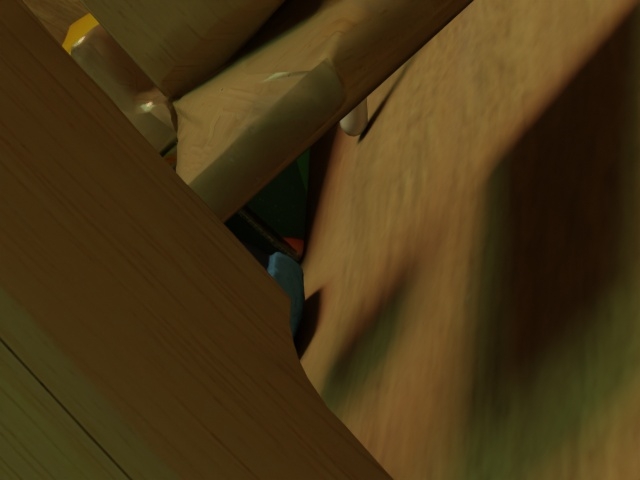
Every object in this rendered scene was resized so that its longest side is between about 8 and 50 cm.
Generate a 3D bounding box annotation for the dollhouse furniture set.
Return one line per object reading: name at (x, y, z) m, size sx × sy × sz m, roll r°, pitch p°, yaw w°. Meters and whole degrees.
dollhouse furniture set at (0.000, 0.000, 0.511) m, size 0.362 × 0.256 × 0.394 m, roll -40°, pitch 3°, yaw 35°

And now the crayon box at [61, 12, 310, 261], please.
crayon box at (-0.103, -0.078, 1.070) m, size 0.202 × 0.081 × 0.318 m, roll -28°, pitch 37°, yaw 29°

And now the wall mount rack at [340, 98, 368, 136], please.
wall mount rack at (0.055, -0.247, 1.009) m, size 0.304 × 0.130 × 0.350 m, roll -53°, pitch 13°, yaw 15°

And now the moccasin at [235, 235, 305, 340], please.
moccasin at (-0.137, 0.119, 0.907) m, size 0.342 × 0.117 × 0.138 m, roll -56°, pitch 13°, yaw 19°
